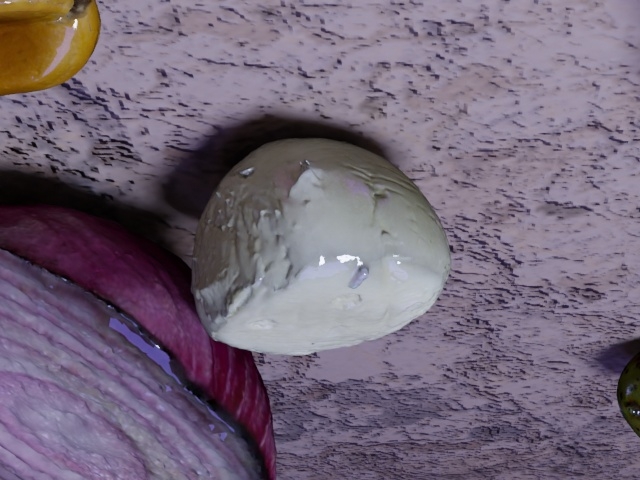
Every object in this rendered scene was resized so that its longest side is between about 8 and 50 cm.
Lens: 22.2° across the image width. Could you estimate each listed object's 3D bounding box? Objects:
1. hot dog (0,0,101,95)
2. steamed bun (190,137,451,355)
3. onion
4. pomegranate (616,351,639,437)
[{"bbox_3d":[-0.195,-0.087,0.610,0.270,0.072,0.109,-4,158,15],"label":"hot dog"},{"bbox_3d":[0.000,0.000,0.781,0.113,0.090,0.130,9,153,-28],"label":"steamed bun"},{"bbox_3d":[-0.138,0.041,0.878,0.250,0.111,0.247,-3,137,42],"label":"onion"},{"bbox_3d":[0.229,0.092,1.033,0.084,0.073,0.073,-36,155,-5],"label":"pomegranate"}]
